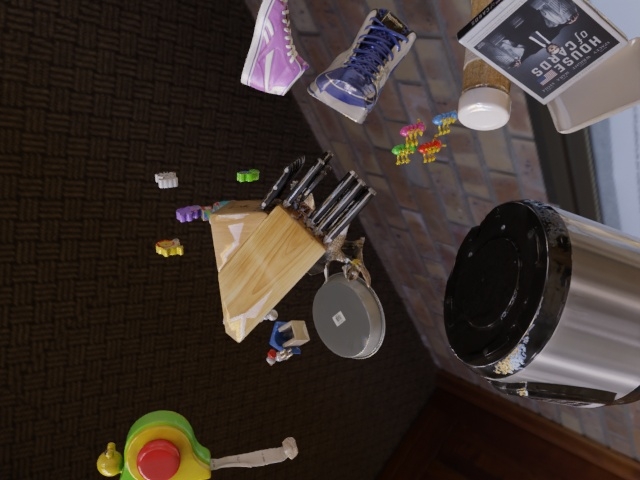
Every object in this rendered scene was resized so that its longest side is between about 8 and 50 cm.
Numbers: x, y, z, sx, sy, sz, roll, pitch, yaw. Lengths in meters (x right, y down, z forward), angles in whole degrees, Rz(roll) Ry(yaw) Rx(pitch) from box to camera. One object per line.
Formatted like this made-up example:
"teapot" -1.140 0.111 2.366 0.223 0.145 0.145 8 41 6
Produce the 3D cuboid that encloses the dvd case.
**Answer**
"dvd case" 0.382 -0.348 1.085 0.239 0.179 0.029 24 48 -28

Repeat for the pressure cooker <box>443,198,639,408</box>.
"pressure cooker" 0.512 0.137 1.267 0.421 0.369 0.375 16 131 -18

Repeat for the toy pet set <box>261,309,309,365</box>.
"toy pet set" -0.083 0.162 1.119 0.114 0.065 0.122 11 54 -47

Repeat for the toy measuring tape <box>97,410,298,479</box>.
"toy measuring tape" -0.205 0.336 1.058 0.330 0.121 0.121 -6 113 -10

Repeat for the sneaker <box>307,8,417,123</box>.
"sneaker" 0.086 -0.349 1.206 0.182 0.127 0.315 -59 180 27

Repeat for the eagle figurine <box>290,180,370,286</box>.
"eagle figurine" 0.006 -0.010 1.795 0.298 0.226 0.225 25 88 -27

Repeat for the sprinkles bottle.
"sprinkles bottle" 0.413 -0.450 1.538 0.121 0.121 0.355 32 62 -47

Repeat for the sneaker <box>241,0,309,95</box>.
"sneaker" -0.090 -0.515 1.624 0.102 0.161 0.282 -64 174 -63

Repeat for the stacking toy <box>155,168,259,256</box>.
"stacking toy" -0.230 -0.061 1.299 0.221 0.052 0.167 -7 116 -21

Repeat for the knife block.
"knife block" -0.031 0.010 0.928 0.088 0.242 0.275 -51 139 -68

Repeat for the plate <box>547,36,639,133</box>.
"plate" 0.724 -0.389 1.617 0.045 0.277 0.278 53 26 -32

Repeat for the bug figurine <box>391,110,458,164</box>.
"bug figurine" 0.360 -0.357 2.168 0.216 0.072 0.279 -15 161 -13

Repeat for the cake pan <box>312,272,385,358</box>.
"cake pan" 0.081 0.252 2.057 0.054 0.293 0.293 -14 114 -44
